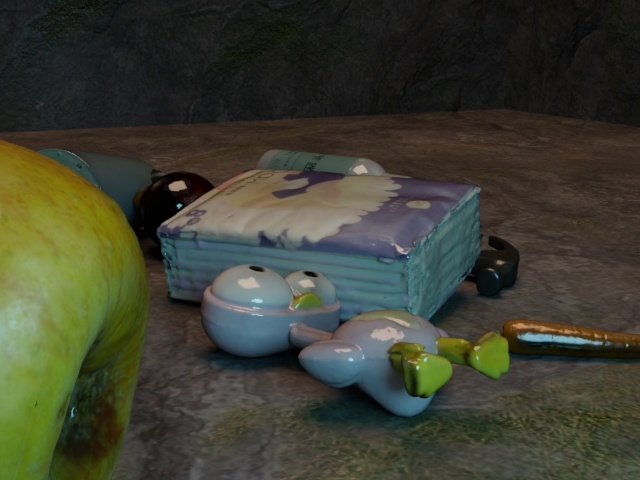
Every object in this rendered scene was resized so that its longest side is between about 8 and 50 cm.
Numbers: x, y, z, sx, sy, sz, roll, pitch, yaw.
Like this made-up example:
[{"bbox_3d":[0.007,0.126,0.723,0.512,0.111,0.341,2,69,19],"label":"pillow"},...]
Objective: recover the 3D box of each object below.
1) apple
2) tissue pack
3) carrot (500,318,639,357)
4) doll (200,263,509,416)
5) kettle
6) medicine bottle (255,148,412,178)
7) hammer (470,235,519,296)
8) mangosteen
[{"bbox_3d":[-0.250,0.076,0.523,0.275,0.299,0.299,14,16,11],"label":"apple"},{"bbox_3d":[0.000,0.000,1.171,0.344,0.125,0.242,7,26,27],"label":"tissue pack"},{"bbox_3d":[0.284,0.108,0.993,0.190,0.037,0.037,6,14,4],"label":"carrot"},{"bbox_3d":[0.008,0.089,0.923,0.160,0.094,0.365,-6,15,-37],"label":"doll"},{"bbox_3d":[-0.361,-0.052,1.450,0.211,0.160,0.243,-25,-2,18],"label":"kettle"},{"bbox_3d":[0.051,-0.089,1.630,0.352,0.110,0.110,10,16,34],"label":"medicine bottle"},{"bbox_3d":[0.064,-0.012,1.337,0.440,0.044,0.168,15,17,20],"label":"hammer"},{"bbox_3d":[-0.212,-0.046,1.398,0.140,0.140,0.140,1,13,0],"label":"mangosteen"}]
